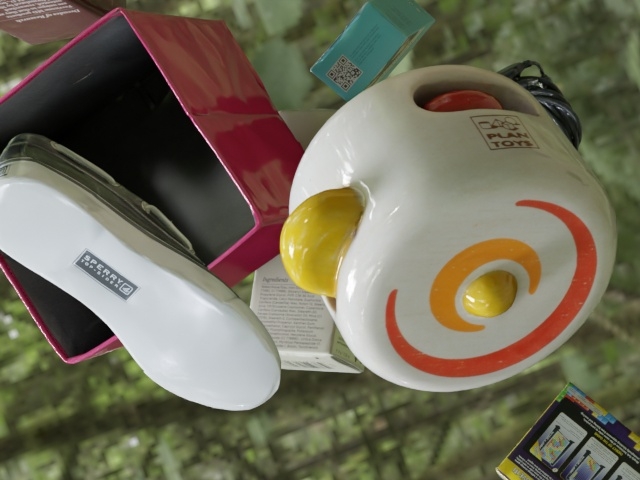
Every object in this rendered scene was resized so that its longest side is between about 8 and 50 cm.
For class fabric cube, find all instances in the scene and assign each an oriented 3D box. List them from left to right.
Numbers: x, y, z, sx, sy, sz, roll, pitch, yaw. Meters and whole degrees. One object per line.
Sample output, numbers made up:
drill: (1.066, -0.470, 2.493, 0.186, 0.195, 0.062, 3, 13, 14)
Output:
fabric cube: (-0.175, -0.057, 1.766, 0.259, 0.254, 0.258, 57, -163, 7)

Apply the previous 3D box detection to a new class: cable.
cable: (0.208, -0.115, 2.042, 0.150, 0.184, 0.047, 62, 178, 1)

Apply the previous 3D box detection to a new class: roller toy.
roller toy: (0.086, -0.005, 1.138, 0.209, 0.191, 0.146, 48, -170, -42)

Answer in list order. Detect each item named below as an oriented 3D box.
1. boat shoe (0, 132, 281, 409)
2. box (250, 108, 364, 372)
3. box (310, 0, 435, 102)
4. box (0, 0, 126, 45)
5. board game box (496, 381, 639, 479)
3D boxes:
boat shoe: (-0.149, 0.023, 1.455, 0.301, 0.108, 0.102, 37, -150, -18)
box: (0.000, 0.000, 1.900, 0.094, 0.113, 0.275, 33, -117, -60)
box: (0.064, -0.224, 1.991, 0.060, 0.100, 0.244, 41, -164, 1)
box: (-0.351, -0.350, 1.834, 0.381, 0.143, 0.191, 22, -115, -65)
board game box: (0.317, 0.275, 2.072, 0.170, 0.141, 0.048, 40, 175, 18)
